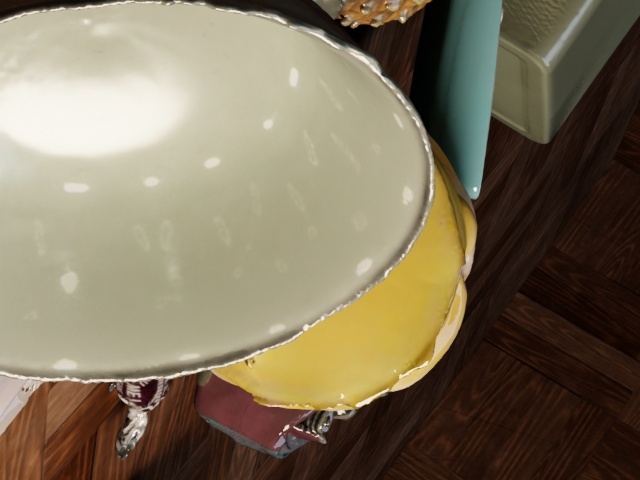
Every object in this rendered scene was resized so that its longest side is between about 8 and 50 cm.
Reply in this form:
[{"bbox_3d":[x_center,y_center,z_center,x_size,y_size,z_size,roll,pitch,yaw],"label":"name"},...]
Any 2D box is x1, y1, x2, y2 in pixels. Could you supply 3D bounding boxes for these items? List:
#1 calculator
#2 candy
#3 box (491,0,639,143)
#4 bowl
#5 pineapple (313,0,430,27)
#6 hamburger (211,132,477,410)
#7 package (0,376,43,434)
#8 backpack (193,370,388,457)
[{"bbox_3d":[0.131,-0.211,1.626,0.256,0.054,0.386,119,-19,-78],"label":"calculator"},{"bbox_3d":[-0.147,0.101,1.590,0.094,0.051,0.226,-46,162,-54],"label":"candy"},{"bbox_3d":[0.290,-0.323,2.031,0.344,0.177,0.352,-55,167,-6],"label":"box"},{"bbox_3d":[-0.115,-0.072,0.960,0.337,0.337,0.157,102,-18,-55],"label":"bowl"},{"bbox_3d":[0.000,-0.225,1.227,0.170,0.141,0.310,-34,171,25],"label":"pineapple"},{"bbox_3d":[0.000,0.000,1.470,0.276,0.276,0.237,-61,178,6],"label":"hamburger"},{"bbox_3d":[-0.207,0.006,1.153,0.204,0.062,0.251,-54,153,-21],"label":"package"},{"bbox_3d":[0.012,0.062,1.771,0.283,0.197,0.317,-63,168,11],"label":"backpack"}]
